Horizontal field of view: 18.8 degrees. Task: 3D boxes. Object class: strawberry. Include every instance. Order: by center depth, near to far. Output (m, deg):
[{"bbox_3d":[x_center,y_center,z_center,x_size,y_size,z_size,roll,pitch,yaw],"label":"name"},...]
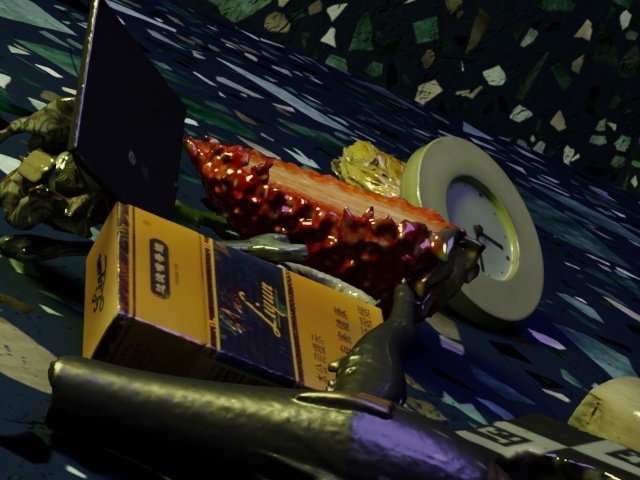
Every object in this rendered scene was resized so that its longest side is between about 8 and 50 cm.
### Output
[{"bbox_3d":[0.000,0.000,1.909,0.306,0.137,0.233,20,6,15],"label":"strawberry"}]

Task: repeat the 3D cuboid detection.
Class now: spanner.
[{"bbox_3d":[-0.136,0.006,1.595,0.254,0.015,0.054,0,16,-15],"label":"spanner"}]

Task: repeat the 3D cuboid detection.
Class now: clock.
[{"bbox_3d":[0.178,-0.010,2.239,0.235,0.029,0.235,31,45,-38],"label":"clock"}]

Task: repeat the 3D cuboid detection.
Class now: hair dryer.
[{"bbox_3d":[-0.005,0.097,1.343,0.304,0.120,0.359,15,24,7],"label":"hair dryer"}]

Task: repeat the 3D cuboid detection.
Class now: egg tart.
[{"bbox_3d":[0.109,-0.032,2.346,0.241,0.106,0.241,29,13,-7],"label":"egg tart"}]

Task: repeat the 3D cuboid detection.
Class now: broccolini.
[{"bbox_3d":[-0.125,-0.014,1.948,0.254,0.071,0.057,9,61,-38],"label":"broccolini"}]

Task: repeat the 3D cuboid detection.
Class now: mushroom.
[{"bbox_3d":[0.316,0.197,1.792,0.096,0.108,0.247,-24,32,-20],"label":"mushroom"}]

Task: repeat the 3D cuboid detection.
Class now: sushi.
[{"bbox_3d":[0.239,0.247,1.410,0.373,0.100,0.296,19,12,31],"label":"sushi"}]

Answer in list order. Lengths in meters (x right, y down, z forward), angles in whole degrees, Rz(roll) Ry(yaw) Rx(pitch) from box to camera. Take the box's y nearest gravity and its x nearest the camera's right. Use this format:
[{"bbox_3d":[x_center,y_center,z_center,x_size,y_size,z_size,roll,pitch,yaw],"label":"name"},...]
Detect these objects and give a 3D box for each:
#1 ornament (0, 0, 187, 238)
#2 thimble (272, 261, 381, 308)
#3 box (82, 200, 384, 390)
[{"bbox_3d":[-0.232,-0.065,1.558,0.153,0.196,0.166,51,34,-47],"label":"ornament"},{"bbox_3d":[-0.011,0.072,1.617,0.102,0.090,0.115,26,9,8],"label":"thimble"},{"bbox_3d":[-0.060,0.075,1.456,0.237,0.070,0.152,25,28,-20],"label":"box"}]
